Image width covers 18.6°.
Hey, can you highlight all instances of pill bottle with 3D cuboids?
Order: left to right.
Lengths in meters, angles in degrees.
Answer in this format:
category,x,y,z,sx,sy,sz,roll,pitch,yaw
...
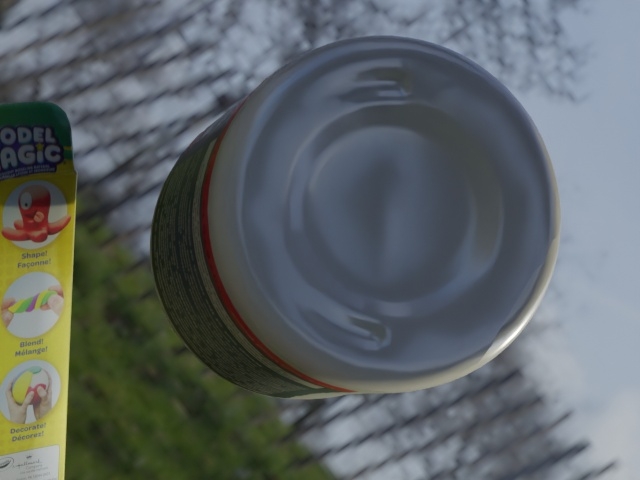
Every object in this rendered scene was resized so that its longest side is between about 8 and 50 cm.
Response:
category,x,y,z,sx,sy,sz,roll,pitch,yaw
pill bottle,0.000,0.000,0.651,0.108,0.108,0.180,55,-15,-4

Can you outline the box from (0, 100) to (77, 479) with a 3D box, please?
category,x,y,z,sx,sy,sz,roll,pitch,yaw
box,-0.146,0.035,0.716,0.043,0.105,0.179,32,-58,50
